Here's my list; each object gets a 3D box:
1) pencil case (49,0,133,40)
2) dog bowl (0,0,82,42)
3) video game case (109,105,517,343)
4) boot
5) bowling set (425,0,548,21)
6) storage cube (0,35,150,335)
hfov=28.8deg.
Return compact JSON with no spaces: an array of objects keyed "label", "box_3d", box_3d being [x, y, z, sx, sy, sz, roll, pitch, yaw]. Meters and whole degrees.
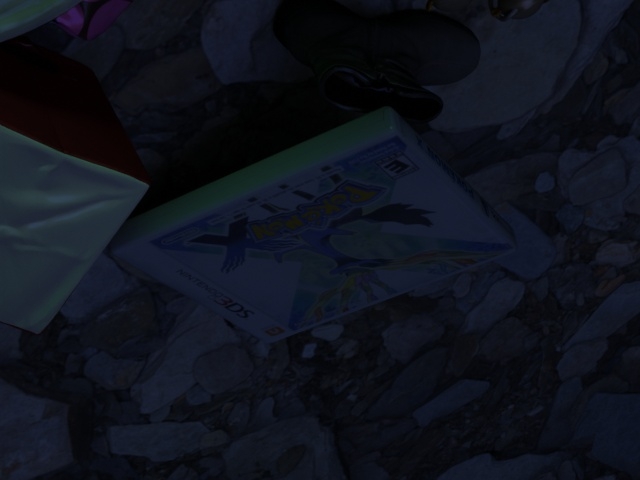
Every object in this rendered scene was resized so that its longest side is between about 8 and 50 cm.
[{"label":"pencil case","box_3d":[-0.166,-0.268,1.059,0.209,0.095,0.098,-45,119,9]},{"label":"dog bowl","box_3d":[-0.299,-0.342,0.878,0.408,0.150,0.408,-16,134,-17]},{"label":"video game case","box_3d":[0.000,0.000,1.302,0.329,0.036,0.300,-22,147,23]},{"label":"boot","box_3d":[0.080,-0.162,1.229,0.246,0.161,0.083,4,125,-31]},{"label":"bowling set","box_3d":[0.221,-0.291,1.201,0.287,0.154,0.200,-40,135,8]},{"label":"storage cube","box_3d":[-0.294,-0.061,1.089,0.183,0.193,0.215,24,112,-40]}]
